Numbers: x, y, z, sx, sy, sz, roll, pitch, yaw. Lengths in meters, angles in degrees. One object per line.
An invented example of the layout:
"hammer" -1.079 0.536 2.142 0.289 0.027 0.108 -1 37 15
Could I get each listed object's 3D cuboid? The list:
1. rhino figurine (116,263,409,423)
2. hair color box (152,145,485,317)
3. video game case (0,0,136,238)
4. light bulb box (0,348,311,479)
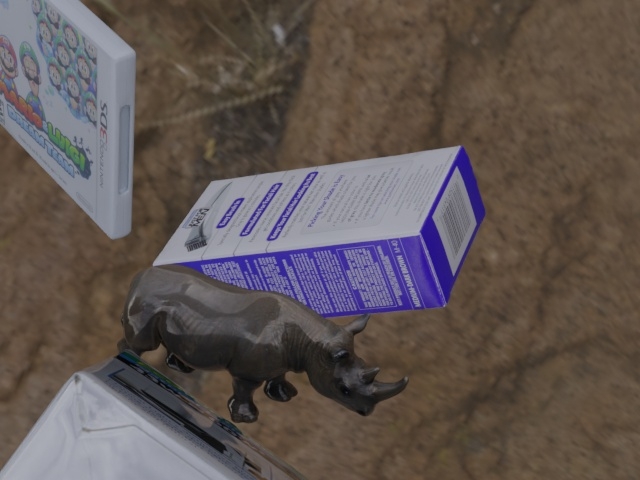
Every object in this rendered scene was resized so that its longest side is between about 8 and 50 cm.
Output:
"rhino figurine" -0.048 0.081 1.173 0.243 0.073 0.106 12 122 22
"hair color box" 0.000 0.000 1.771 0.339 0.110 0.185 -5 32 26
"video game case" -0.169 -0.099 0.994 0.019 0.143 0.157 -23 49 -31
"light bulb box" -0.155 0.276 0.998 0.225 0.361 0.358 37 87 -1
